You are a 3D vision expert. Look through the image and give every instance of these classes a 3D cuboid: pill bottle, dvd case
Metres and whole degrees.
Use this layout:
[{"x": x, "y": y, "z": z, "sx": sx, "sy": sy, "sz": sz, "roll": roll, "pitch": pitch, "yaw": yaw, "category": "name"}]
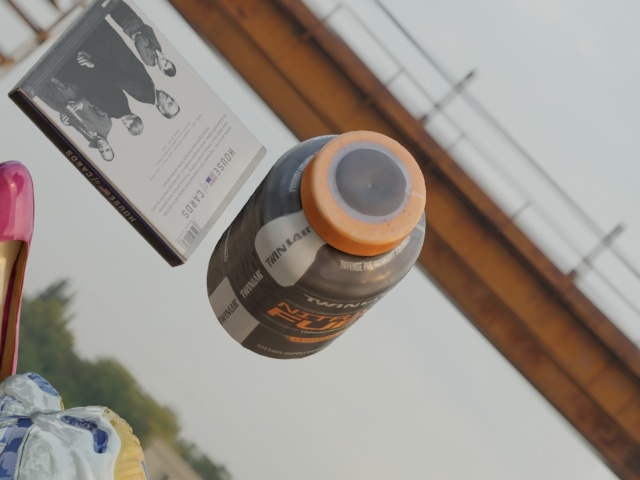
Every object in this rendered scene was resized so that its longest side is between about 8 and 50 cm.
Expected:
[{"x": 0.000, "y": 0.000, "z": 1.291, "sx": 0.130, "sy": 0.130, "sz": 0.246, "roll": 46, "pitch": -25, "yaw": 3, "category": "pill bottle"}, {"x": -0.176, "y": -0.116, "z": 1.678, "sx": 0.239, "sy": 0.179, "sz": 0.029, "roll": 48, "pitch": -39, "yaw": -18, "category": "dvd case"}]

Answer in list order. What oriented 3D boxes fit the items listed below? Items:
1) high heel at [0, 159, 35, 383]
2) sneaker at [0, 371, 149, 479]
[{"x": -0.266, "y": 0.056, "z": 1.371, "sx": 0.082, "sy": 0.244, "sz": 0.117, "roll": -2, "pitch": 41, "yaw": -43, "category": "high heel"}, {"x": -0.217, "y": 0.153, "z": 1.074, "sx": 0.296, "sy": 0.131, "sz": 0.112, "roll": -11, "pitch": -86, "yaw": 63, "category": "sneaker"}]
